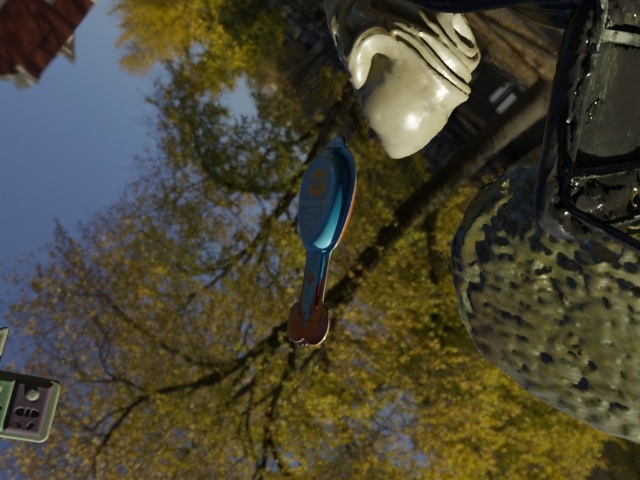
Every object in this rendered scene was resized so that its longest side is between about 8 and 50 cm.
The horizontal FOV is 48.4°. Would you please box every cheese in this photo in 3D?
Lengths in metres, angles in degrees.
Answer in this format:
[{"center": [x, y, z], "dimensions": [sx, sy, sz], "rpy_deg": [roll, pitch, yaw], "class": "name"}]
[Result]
[{"center": [0.000, 0.000, 0.844], "dimensions": [0.037, 0.256, 0.106], "rpy_deg": [10, 176, -33], "class": "cheese"}]

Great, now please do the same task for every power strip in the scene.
[{"center": [-0.465, 0.186, 0.969], "dimensions": [0.216, 0.145, 0.061], "rpy_deg": [16, 165, -19], "class": "power strip"}]

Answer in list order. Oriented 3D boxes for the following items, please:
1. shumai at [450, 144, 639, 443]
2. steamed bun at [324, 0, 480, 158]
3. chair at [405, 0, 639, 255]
[{"center": [0.309, 0.003, 0.729], "dimensions": [0.292, 0.288, 0.329], "rpy_deg": [11, 131, 47], "class": "shumai"}, {"center": [0.155, -0.332, 1.243], "dimensions": [0.309, 0.220, 0.324], "rpy_deg": [61, -162, -28], "class": "steamed bun"}, {"center": [0.149, -0.072, 0.362], "dimensions": [0.221, 0.145, 0.140], "rpy_deg": [20, -158, 41], "class": "chair"}]
